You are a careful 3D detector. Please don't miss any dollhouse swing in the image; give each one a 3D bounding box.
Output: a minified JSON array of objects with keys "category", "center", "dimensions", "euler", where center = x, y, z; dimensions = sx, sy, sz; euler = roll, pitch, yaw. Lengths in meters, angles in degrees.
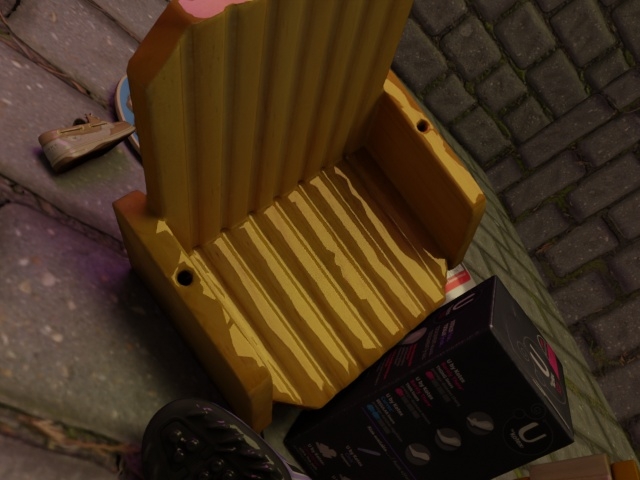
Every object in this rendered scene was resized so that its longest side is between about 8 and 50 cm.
[{"category":"dollhouse swing","center":[0.024,-0.042,0.552],"dimensions":[0.347,0.305,0.315],"euler":[-34,85,-27]}]

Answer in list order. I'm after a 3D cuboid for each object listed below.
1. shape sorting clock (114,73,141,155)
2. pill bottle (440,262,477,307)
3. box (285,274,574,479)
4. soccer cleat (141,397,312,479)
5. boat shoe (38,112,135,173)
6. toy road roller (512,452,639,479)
[{"category":"shape sorting clock","center":[-0.194,-0.150,0.812],"dimensions":[0.206,0.040,0.206],"euler":[41,26,-26]},{"category":"pill bottle","center":[0.122,0.000,1.028],"dimensions":[0.318,0.176,0.176],"euler":[60,24,12]},{"category":"box","center":[0.123,0.185,0.660],"dimensions":[0.143,0.270,0.165],"euler":[53,24,-1]},{"category":"soccer cleat","center":[-0.032,0.254,0.518],"dimensions":[0.318,0.108,0.116],"euler":[47,2,-9]},{"category":"boat shoe","center":[-0.254,-0.117,0.642],"dimensions":[0.045,0.050,0.135],"euler":[55,23,-11]},{"category":"toy road roller","center":[0.426,0.516,0.888],"dimensions":[0.241,0.202,0.329],"euler":[65,25,-10]}]
